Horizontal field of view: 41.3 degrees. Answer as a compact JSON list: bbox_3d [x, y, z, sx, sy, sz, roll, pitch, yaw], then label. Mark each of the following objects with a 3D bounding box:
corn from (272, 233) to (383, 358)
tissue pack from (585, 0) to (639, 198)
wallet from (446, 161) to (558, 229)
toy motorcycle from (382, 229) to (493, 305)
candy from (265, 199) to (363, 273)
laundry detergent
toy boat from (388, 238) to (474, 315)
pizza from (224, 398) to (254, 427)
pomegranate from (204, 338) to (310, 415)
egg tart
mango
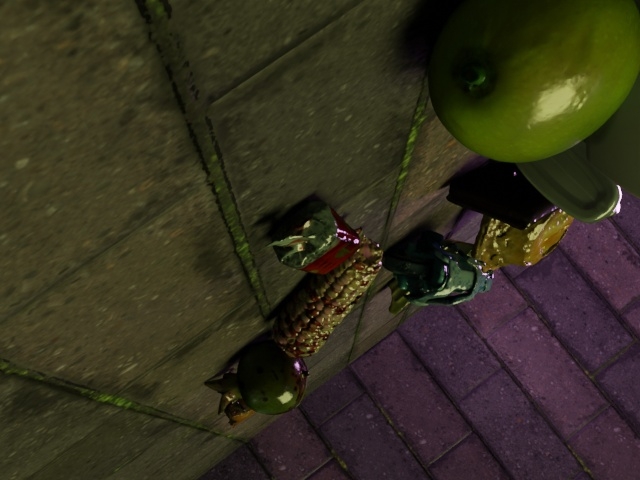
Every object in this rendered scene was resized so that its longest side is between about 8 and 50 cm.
[{"bbox_3d":[0.011,0.096,1.348,0.092,0.092,0.280,-26,162,-45],"label":"corn"},{"bbox_3d":[0.438,-0.186,0.909,0.229,0.236,0.333,-43,144,-25],"label":"tissue pack"},{"bbox_3d":[0.355,-0.093,1.502,0.309,0.165,0.042,-23,134,-50],"label":"wallet"},{"bbox_3d":[0.239,0.062,1.700,0.260,0.206,0.154,3,99,-72],"label":"toy motorcycle"},{"bbox_3d":[-0.001,0.000,1.026,0.086,0.059,0.292,-36,168,8],"label":"candy"},{"bbox_3d":[0.413,-0.120,1.410,0.105,0.215,0.280,-47,169,17],"label":"laundry detergent"},{"bbox_3d":[0.267,0.070,2.044,0.276,0.084,0.111,-37,171,13],"label":"toy boat"},{"bbox_3d":[-0.172,0.382,1.998,0.182,0.062,0.161,-37,176,23],"label":"pizza"},{"bbox_3d":[-0.101,0.258,1.538,0.169,0.148,0.148,-36,170,26],"label":"pomegranate"},{"bbox_3d":[0.464,-0.049,1.876,0.341,0.129,0.341,-36,151,-23],"label":"egg tart"},{"bbox_3d":[0.208,-0.161,0.805,0.192,0.156,0.343,-32,174,18],"label":"mango"}]
